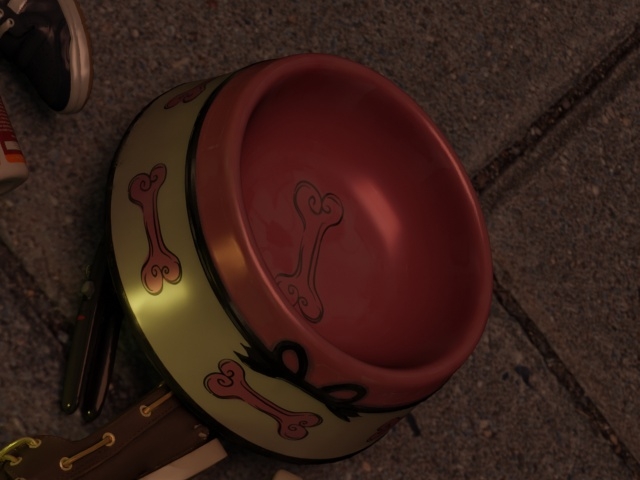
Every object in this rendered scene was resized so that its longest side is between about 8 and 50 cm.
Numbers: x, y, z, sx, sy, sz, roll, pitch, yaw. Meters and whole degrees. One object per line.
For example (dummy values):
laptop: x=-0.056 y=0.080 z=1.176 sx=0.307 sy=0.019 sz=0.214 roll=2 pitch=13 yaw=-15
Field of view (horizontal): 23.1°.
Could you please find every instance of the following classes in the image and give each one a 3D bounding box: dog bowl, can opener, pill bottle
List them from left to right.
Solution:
pill bottle: x=-0.333 y=-0.114 z=1.447 sx=0.086 sy=0.086 sz=0.152 roll=-17 pitch=82 yaw=-34
can opener: x=-0.206 y=0.077 z=1.475 sx=0.059 sy=0.073 sz=0.186 roll=28 pitch=69 yaw=-29
dog bowl: x=0.000 y=0.000 z=1.520 sx=0.408 sy=0.150 sz=0.408 roll=22 pitch=56 yaw=-36

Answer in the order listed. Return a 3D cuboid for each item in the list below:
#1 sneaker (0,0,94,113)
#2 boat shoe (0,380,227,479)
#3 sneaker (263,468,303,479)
sneaker: x=-0.328 y=-0.238 z=1.484 sx=0.153 sy=0.099 sz=0.282 roll=-13 pitch=73 yaw=-39
boat shoe: x=-0.230 y=0.214 z=1.379 sx=0.324 sy=0.116 sz=0.097 roll=-21 pitch=80 yaw=-39
sneaker: x=-0.052 y=0.382 z=1.411 sx=0.148 sy=0.131 sz=0.350 roll=34 pitch=58 yaw=-11
